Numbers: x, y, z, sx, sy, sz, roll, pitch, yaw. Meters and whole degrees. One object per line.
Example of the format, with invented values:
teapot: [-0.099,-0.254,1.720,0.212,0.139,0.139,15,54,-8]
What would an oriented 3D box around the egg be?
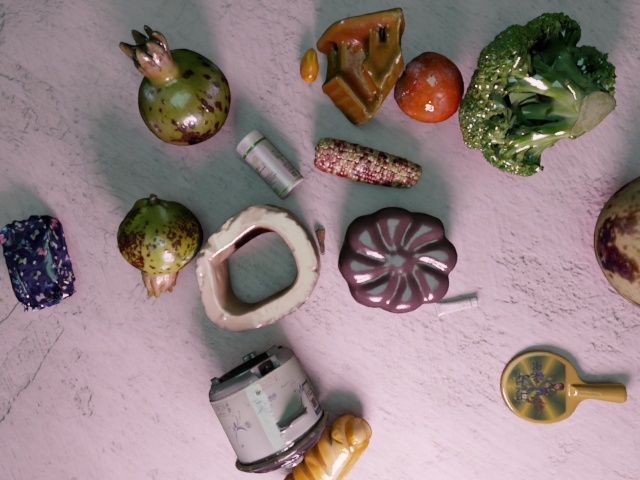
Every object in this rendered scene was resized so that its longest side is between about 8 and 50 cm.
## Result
egg: [0.853,0.024,1.060,0.427,0.345,0.345,31,95,-4]

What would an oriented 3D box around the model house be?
model house: [0.104,-0.419,1.153,0.173,0.268,0.239,-1,95,-16]

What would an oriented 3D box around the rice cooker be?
rice cooker: [-0.129,0.438,1.190,0.264,0.316,0.317,-24,92,-38]

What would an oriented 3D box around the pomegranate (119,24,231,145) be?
pomegranate: [-0.350,-0.393,1.149,0.242,0.243,0.306,-6,133,4]

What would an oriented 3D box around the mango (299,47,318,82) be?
mango: [-0.028,-0.468,1.234,0.046,0.060,0.089,8,93,-37]

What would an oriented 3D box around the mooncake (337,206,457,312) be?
mooncake: [0.195,0.049,1.203,0.305,0.154,0.307,0,91,2]

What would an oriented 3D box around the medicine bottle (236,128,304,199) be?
medicine bottle: [-0.134,-0.203,1.241,0.086,0.086,0.183,-43,89,5]

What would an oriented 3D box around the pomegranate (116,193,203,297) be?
pomegranate: [-0.437,0.018,1.217,0.203,0.222,0.277,31,113,-15]

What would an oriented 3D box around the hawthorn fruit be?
hawthorn fruit: [0.277,-0.382,1.165,0.172,0.173,0.173,0,93,4]

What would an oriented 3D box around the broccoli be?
broccoli: [0.497,-0.330,1.086,0.413,0.321,0.310,13,52,-33]

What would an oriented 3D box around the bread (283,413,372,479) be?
bread: [0.013,0.594,1.240,0.121,0.173,0.311,38,91,30]

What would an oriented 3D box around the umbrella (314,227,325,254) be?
umbrella: [0.001,0.000,1.278,0.031,0.020,0.083,-13,93,-35]

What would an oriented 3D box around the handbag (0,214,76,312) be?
handbag: [-0.785,0.060,1.287,0.161,0.113,0.261,-15,91,0]

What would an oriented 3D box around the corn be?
corn: [0.123,-0.201,1.222,0.289,0.098,0.098,13,94,0]

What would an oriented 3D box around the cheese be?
cheese: [-0.169,0.072,1.227,0.332,0.153,0.292,-34,90,4]

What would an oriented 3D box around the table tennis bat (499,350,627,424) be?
table tennis bat: [0.651,0.399,1.248,0.320,0.050,0.199,2,92,8]

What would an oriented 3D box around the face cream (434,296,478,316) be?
face cream: [0.370,0.179,1.262,0.115,0.020,0.038,-13,93,7]
